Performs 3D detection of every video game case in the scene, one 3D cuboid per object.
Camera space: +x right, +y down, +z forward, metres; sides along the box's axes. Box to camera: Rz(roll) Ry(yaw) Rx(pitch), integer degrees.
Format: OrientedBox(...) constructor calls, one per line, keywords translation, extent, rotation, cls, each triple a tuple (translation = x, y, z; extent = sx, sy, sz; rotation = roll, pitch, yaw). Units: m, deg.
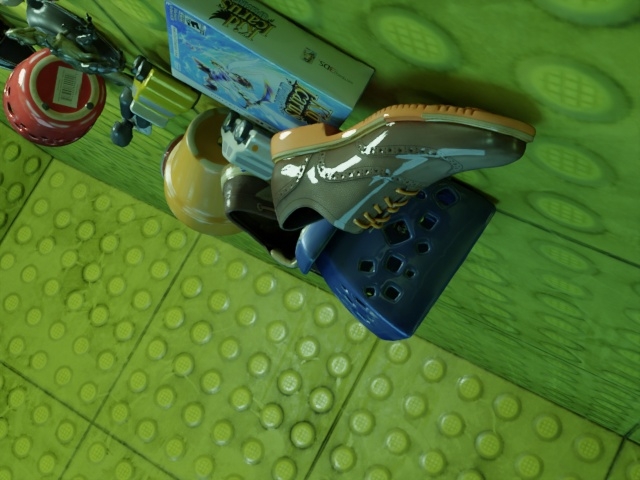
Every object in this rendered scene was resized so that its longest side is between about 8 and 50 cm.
OrientedBox(translation=(-0.076, -0.215, 0.976), extent=(0.244, 0.061, 0.269), rotation=(28, 171, -5), cls="video game case")

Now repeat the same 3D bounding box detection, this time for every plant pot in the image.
OrientedBox(translation=(-0.179, -0.136, 1.367), extent=(0.205, 0.205, 0.188), rotation=(28, 156, 1), cls="plant pot")
OrientedBox(translation=(0.094, 0.000, 1.160), extent=(0.212, 0.236, 0.236), rotation=(35, 172, 2), cls="plant pot")
OrientedBox(translation=(-0.538, -0.295, 1.540), extent=(0.191, 0.191, 0.174), rotation=(32, 165, -21), cls="plant pot")

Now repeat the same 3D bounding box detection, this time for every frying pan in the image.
OrientedBox(translation=(-0.420, -0.334, 1.416), extent=(0.197, 0.053, 0.326), rotation=(23, 166, 33), cls="frying pan")

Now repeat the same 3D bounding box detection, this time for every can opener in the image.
OrientedBox(translation=(-0.410, -0.257, 1.650), extent=(0.076, 0.095, 0.283), rotation=(29, 171, -10), cls="can opener")

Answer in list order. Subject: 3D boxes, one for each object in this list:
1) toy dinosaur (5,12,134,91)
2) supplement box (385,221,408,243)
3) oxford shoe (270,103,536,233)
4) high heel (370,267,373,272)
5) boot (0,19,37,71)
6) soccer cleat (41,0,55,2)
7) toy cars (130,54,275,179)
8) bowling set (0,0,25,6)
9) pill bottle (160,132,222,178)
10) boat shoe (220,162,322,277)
OrientedBox(translation=(-0.382, -0.307, 1.276), extent=(0.268, 0.064, 0.118), rotation=(30, 151, -23), cls="toy dinosaur")
OrientedBox(translation=(0.043, -0.072, 1.373), extent=(0.239, 0.073, 0.130), rotation=(31, 171, -13), cls="supplement box")
OrientedBox(translation=(0.082, -0.073, 0.877), extent=(0.130, 0.132, 0.364), rotation=(10, 171, -41), cls="oxford shoe")
OrientedBox(translation=(0.000, 0.000, 1.954), extent=(0.377, 0.127, 0.181), rotation=(32, -160, -45), cls="high heel")
OrientedBox(translation=(-0.673, -0.428, 1.531), extent=(0.236, 0.085, 0.179), rotation=(33, 168, -26), cls="boot")
OrientedBox(translation=(-0.454, -0.400, 1.201), extent=(0.083, 0.035, 0.029), rotation=(7, -171, -27), cls="soccer cleat")
OrientedBox(translation=(-0.183, -0.182, 1.189), extent=(0.394, 0.087, 0.176), rotation=(33, -172, 24), cls="toy cars")
OrientedBox(translation=(-0.611, -0.396, 1.188), extent=(0.154, 0.200, 0.287), rotation=(23, 174, 23), cls="bowling set")
OrientedBox(translation=(-0.226, -0.142, 1.646), extent=(0.221, 0.124, 0.124), rotation=(24, 170, 23), cls="pill bottle")
OrientedBox(translation=(-0.049, 0.000, 1.309), extent=(0.123, 0.123, 0.342), rotation=(-21, 138, 25), cls="boat shoe")
